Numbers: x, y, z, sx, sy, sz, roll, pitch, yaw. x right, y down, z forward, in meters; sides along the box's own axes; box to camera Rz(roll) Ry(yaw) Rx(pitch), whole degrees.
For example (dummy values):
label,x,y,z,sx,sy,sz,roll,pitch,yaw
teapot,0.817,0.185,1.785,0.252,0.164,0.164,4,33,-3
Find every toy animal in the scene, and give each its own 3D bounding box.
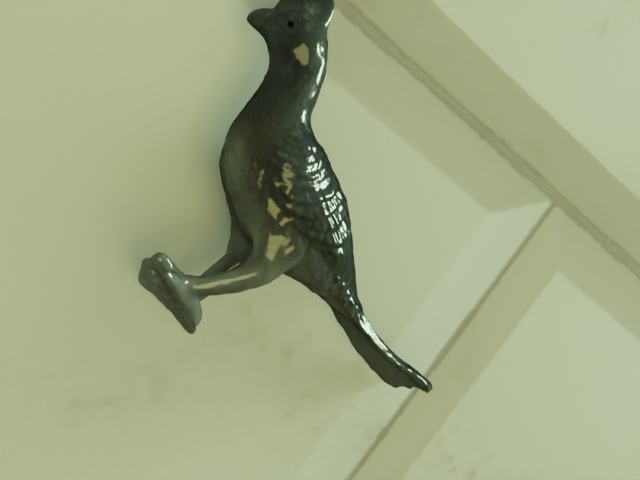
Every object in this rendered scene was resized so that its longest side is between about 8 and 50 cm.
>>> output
label,x,y,z,sx,sy,sz,roll,pitch,yaw
toy animal,-0.032,-0.001,0.815,0.206,0.081,0.367,-27,116,-27
